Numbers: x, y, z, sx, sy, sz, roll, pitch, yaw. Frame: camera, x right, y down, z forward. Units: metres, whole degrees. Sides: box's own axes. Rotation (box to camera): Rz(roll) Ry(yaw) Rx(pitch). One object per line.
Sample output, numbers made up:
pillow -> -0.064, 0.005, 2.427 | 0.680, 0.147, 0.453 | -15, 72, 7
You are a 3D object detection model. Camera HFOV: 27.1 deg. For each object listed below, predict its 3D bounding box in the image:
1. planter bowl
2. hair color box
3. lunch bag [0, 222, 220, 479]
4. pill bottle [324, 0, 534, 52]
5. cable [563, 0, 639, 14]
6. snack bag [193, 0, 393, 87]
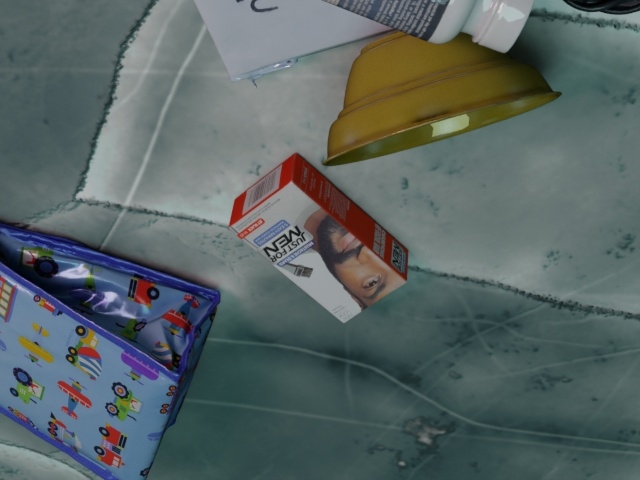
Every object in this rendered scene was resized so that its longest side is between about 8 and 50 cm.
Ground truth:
planter bowl -> 0.093, -0.137, 1.161 | 0.217, 0.217, 0.090 | -17, 88, 20
hair color box -> 0.000, 0.000, 1.341 | 0.167, 0.053, 0.093 | 39, 123, -25
lunch bag -> -0.285, 0.114, 1.436 | 0.293, 0.138, 0.221 | 23, 132, 0
pill bottle -> 0.080, -0.218, 1.060 | 0.180, 0.108, 0.108 | 21, 129, -5
cable -> 0.255, -0.250, 1.084 | 0.184, 0.047, 0.151 | 16, 120, -21
snack bag -> 0.004, -0.306, 1.097 | 0.323, 0.037, 0.343 | -14, 127, 19
